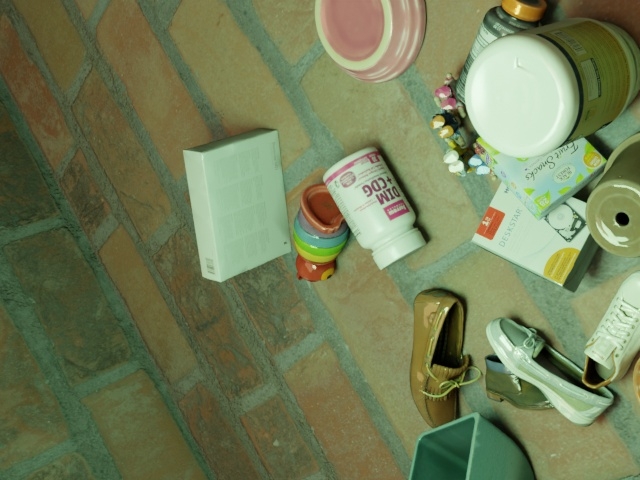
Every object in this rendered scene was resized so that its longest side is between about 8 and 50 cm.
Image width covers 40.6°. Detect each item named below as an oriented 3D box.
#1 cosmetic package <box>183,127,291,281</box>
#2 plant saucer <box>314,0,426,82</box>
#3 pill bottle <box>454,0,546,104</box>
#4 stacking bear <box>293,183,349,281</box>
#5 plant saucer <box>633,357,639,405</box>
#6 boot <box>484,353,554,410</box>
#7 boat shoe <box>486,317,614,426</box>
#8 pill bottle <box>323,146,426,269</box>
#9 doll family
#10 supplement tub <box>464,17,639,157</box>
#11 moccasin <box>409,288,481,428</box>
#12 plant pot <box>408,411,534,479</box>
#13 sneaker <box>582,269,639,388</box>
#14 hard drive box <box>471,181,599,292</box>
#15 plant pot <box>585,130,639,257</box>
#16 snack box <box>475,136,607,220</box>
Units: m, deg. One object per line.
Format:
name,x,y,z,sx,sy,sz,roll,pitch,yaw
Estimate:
cosmetic package,-0.230,-0.106,2.477,0.097,0.284,0.377,14,117,45
plant saucer,0.101,-0.540,2.079,0.332,0.084,0.332,22,122,40
pill bottle,0.382,-0.397,1.807,0.130,0.130,0.246,42,134,26
stacking bear,0.000,0.000,2.385,0.164,0.175,0.289,40,140,25
plant saucer,0.736,0.318,1.792,0.200,0.037,0.200,43,142,48
boot,0.479,0.339,2.076,0.219,0.082,0.106,2,111,48
boat shoe,0.522,0.283,1.986,0.320,0.118,0.103,45,129,18
pill bottle,0.140,-0.079,2.187,0.160,0.160,0.283,-38,80,48
doll family,0.304,-0.237,1.949,0.118,0.163,0.263,-26,91,25
supplement tub,0.449,-0.296,1.637,0.228,0.316,0.228,22,122,40
moccasin,0.318,0.312,2.208,0.147,0.139,0.380,20,112,51
plant pot,0.389,0.619,2.161,0.252,0.248,0.247,32,141,-18
sneaker,0.632,0.200,1.820,0.106,0.123,0.290,34,128,35
hard drive box,0.472,-0.021,1.856,0.232,0.089,0.181,28,94,36
plant pot,0.620,-0.068,1.628,0.263,0.229,0.263,22,124,38
snack box,0.453,-0.174,1.793,0.207,0.174,0.070,51,174,19
